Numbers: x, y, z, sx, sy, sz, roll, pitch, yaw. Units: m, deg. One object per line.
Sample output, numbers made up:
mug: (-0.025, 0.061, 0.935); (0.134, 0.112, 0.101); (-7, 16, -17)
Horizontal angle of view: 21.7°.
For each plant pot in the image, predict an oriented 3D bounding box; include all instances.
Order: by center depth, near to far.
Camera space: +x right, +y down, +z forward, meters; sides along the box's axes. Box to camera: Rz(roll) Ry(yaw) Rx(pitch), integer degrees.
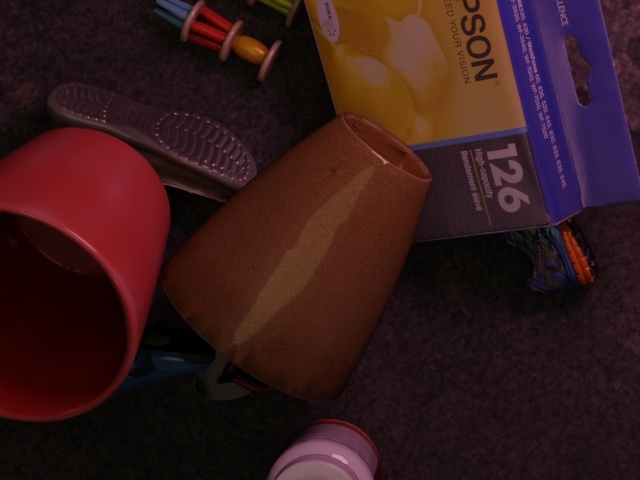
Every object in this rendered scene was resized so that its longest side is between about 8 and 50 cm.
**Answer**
plant pot: (0.000, 0.000, 1.774); (0.237, 0.237, 0.254); (38, 106, 2)
plant pot: (-0.287, 0.018, 1.787); (0.275, 0.243, 0.275); (7, 122, 12)

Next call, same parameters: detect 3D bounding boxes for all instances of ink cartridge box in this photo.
ink cartridge box: (0.158, -0.155, 1.773); (0.307, 0.072, 0.303); (-8, 105, 34)

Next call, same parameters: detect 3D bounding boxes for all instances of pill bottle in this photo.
pill bottle: (0.003, 0.269, 1.818); (0.121, 0.221, 0.121); (0, 93, 5)

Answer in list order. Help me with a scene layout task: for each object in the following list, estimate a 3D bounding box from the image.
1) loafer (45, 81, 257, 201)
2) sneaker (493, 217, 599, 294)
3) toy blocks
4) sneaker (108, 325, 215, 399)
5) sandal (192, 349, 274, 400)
loafer: (-0.193, -0.100, 1.891); (0.251, 0.094, 0.087); (22, 129, 2)
sneaker: (0.222, -0.035, 1.858); (0.087, 0.083, 0.221); (-30, 87, 15)
toy blocks: (-0.102, -0.266, 1.881); (0.148, 0.054, 0.123); (28, 96, 3)
sneaker: (-0.223, 0.144, 1.912); (0.209, 0.069, 0.082); (1, 109, 4)
sandal: (-0.061, 0.142, 1.906); (0.179, 0.040, 0.067); (-11, 92, 5)
